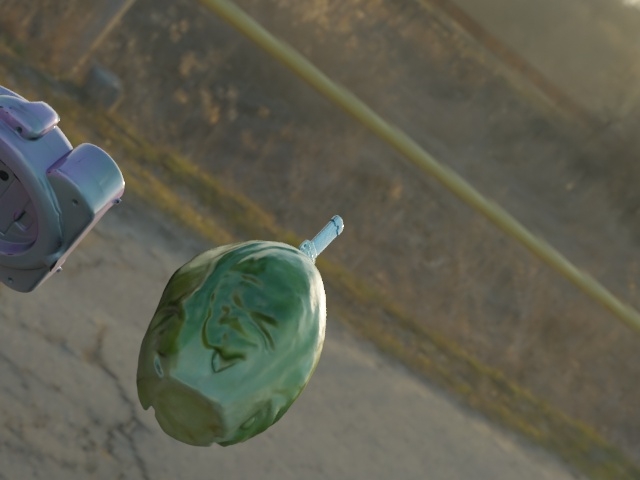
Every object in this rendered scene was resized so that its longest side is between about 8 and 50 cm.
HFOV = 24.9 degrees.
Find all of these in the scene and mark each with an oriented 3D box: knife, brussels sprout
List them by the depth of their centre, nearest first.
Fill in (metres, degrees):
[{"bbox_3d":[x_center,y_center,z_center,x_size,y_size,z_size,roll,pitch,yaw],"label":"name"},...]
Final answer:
[{"bbox_3d":[-0.071,0.085,1.176,0.161,0.181,0.144,6,-46,45],"label":"brussels sprout"},{"bbox_3d":[0.000,0.000,1.386,0.096,0.010,0.027,-45,125,-56],"label":"knife"}]

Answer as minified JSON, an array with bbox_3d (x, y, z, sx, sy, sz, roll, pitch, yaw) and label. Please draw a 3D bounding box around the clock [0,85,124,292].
[{"bbox_3d":[-0.364,-0.076,1.635,0.248,0.227,0.090,44,44,-4],"label":"clock"}]
